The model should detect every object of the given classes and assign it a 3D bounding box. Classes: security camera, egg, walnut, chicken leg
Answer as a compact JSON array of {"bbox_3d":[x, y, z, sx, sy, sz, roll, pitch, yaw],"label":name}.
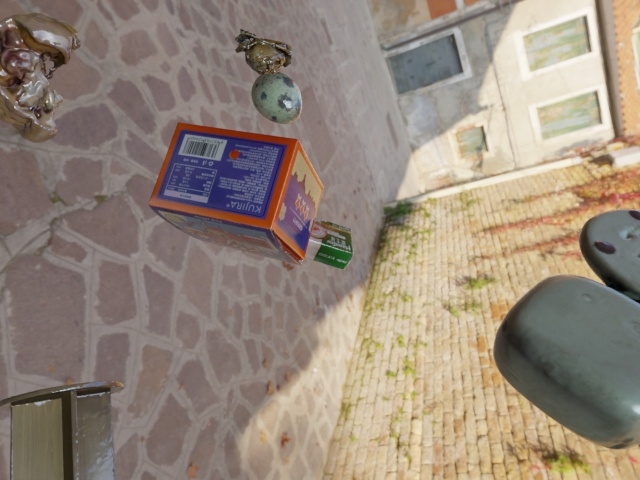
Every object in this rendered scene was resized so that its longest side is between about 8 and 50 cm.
[{"bbox_3d":[0.302,0.067,0.470,0.302,0.157,0.080,-32,141,-29],"label":"security camera"},{"bbox_3d":[-0.125,-0.422,1.398,0.181,0.141,0.141,50,9,25],"label":"egg"},{"bbox_3d":[-0.568,-0.311,0.878,0.141,0.204,0.238,1,111,-54],"label":"walnut"},{"bbox_3d":[-0.125,-0.449,1.124,0.080,0.125,0.196,-64,171,27],"label":"chicken leg"}]

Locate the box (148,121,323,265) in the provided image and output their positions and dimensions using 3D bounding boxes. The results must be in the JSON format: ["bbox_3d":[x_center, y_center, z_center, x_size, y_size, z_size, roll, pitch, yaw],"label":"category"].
[{"bbox_3d":[-0.210,-0.117,1.286,0.318,0.349,0.256,58,45,-70],"label":"box"}]

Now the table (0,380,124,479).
[{"bbox_3d":[-0.362,0.333,0.670,0.167,0.167,0.226,32,42,-63],"label":"table"}]

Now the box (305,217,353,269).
[{"bbox_3d":[0.000,0.000,1.493,0.135,0.199,0.081,-93,-157,-53],"label":"box"}]
